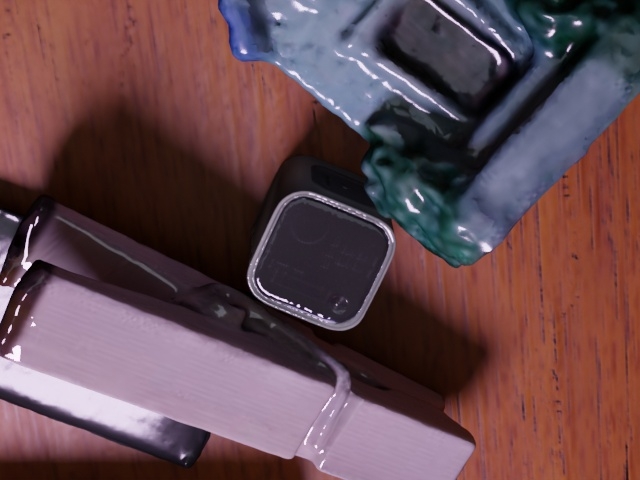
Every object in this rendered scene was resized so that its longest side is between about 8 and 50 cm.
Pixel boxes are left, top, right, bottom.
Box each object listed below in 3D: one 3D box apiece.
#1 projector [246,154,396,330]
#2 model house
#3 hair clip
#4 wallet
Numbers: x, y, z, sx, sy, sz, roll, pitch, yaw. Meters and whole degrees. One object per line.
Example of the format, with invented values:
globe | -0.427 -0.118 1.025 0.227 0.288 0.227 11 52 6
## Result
projector | 0.000 0.000 0.901 0.083 0.082 0.083 22 108 -8
model house | 0.047 -0.215 0.754 0.329 0.252 0.295 40 104 -7
hair clip | -0.051 0.081 0.897 0.331 0.101 0.085 24 102 -20
wallet | -0.193 0.056 0.945 0.285 0.030 0.146 21 111 -9
